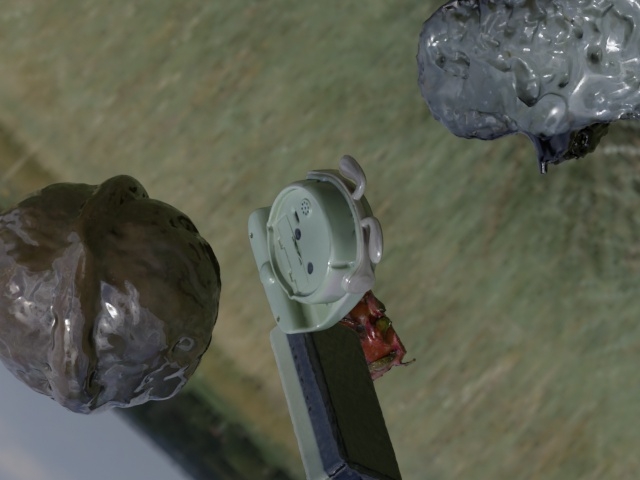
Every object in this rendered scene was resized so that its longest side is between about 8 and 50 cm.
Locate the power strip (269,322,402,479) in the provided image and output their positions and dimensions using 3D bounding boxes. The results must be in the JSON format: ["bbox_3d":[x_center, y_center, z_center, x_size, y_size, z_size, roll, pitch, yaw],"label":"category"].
[{"bbox_3d":[0.016,0.197,1.948,0.105,0.070,0.257,27,-149,-37],"label":"power strip"}]

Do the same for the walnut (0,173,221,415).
[{"bbox_3d":[-0.189,0.043,1.434,0.224,0.224,0.224,42,172,7],"label":"walnut"}]

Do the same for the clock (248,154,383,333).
[{"bbox_3d":[0.000,0.000,1.766,0.191,0.062,0.151,-44,58,50],"label":"clock"}]

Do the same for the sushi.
[{"bbox_3d":[0.287,-0.210,1.946,0.348,0.207,0.234,-4,104,33],"label":"sushi"}]

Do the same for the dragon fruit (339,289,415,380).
[{"bbox_3d":[0.064,0.135,2.352,0.147,0.102,0.096,62,174,-4],"label":"dragon fruit"}]
